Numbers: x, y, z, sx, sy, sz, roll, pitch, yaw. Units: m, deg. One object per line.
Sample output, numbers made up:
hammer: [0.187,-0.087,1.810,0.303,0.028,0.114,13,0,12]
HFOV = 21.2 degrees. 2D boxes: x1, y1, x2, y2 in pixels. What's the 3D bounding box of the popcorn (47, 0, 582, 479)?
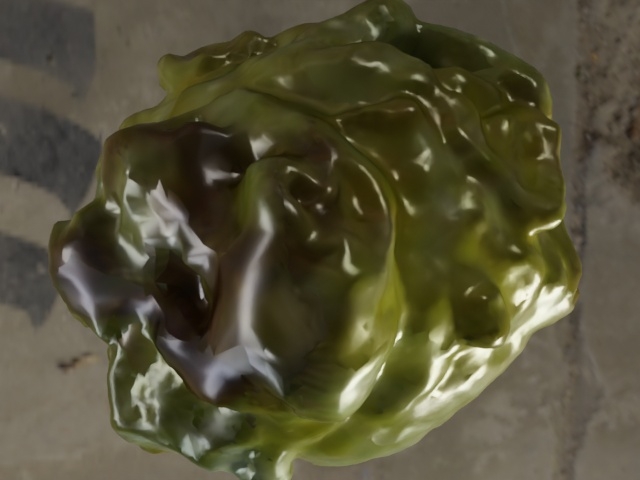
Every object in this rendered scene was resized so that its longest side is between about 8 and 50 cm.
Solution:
popcorn: [0.002,-0.007,1.068,0.312,0.312,0.312,-4,120,-7]
